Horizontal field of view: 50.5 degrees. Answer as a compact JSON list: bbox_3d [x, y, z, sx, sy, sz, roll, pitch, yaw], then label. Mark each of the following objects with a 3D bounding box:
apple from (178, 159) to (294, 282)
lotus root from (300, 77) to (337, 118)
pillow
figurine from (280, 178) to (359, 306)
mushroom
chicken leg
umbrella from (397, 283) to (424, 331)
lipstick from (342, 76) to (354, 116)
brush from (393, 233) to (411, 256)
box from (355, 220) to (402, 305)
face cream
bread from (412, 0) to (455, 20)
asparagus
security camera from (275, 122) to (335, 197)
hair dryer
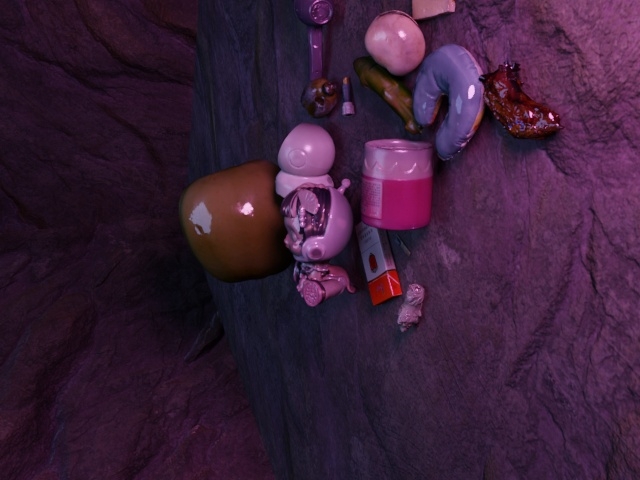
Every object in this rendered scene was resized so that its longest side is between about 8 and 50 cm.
[{"bbox_3d":[-0.279,-0.066,2.447,0.473,0.474,0.473,173,90,-68],"label":"apple"},{"bbox_3d":[0.001,-0.446,2.108,0.113,0.088,0.192,59,157,-3],"label":"lotus root"},{"bbox_3d":[0.272,-0.308,1.472,0.233,0.086,0.214,63,141,39],"label":"pillow"},{"bbox_3d":[-0.004,-0.002,2.041,0.253,0.211,0.361,29,130,59],"label":"figurine"},{"bbox_3d":[0.183,-0.473,1.631,0.154,0.122,0.154,22,140,20],"label":"mushroom"},{"bbox_3d":[0.374,-0.259,1.292,0.105,0.063,0.234,104,148,-51],"label":"chicken leg"},{"bbox_3d":[0.233,0.178,1.757,0.062,0.067,0.143,32,124,26],"label":"umbrella"},{"bbox_3d":[0.077,-0.425,2.000,0.037,0.037,0.116,158,107,-67],"label":"lipstick"},{"bbox_3d":[0.217,0.014,1.812,0.083,0.013,0.016,-122,36,-44],"label":"brush"},{"bbox_3d":[0.162,0.053,1.929,0.139,0.035,0.245,141,120,-64],"label":"box"},{"bbox_3d":[0.184,-0.138,1.636,0.175,0.175,0.195,-146,52,-62],"label":"face cream"},{"bbox_3d":[0.254,-0.542,1.542,0.154,0.028,0.068,-161,66,-65],"label":"bread"},{"bbox_3d":[0.186,-0.363,1.692,0.343,0.085,0.082,54,133,41],"label":"asparagus"},{"bbox_3d":[-0.042,-0.253,2.145,0.194,0.194,0.236,-134,45,-56],"label":"security camera"},{"bbox_3d":[-0.033,-0.625,2.144,0.301,0.121,0.361,-117,24,-58],"label":"hair dryer"}]
